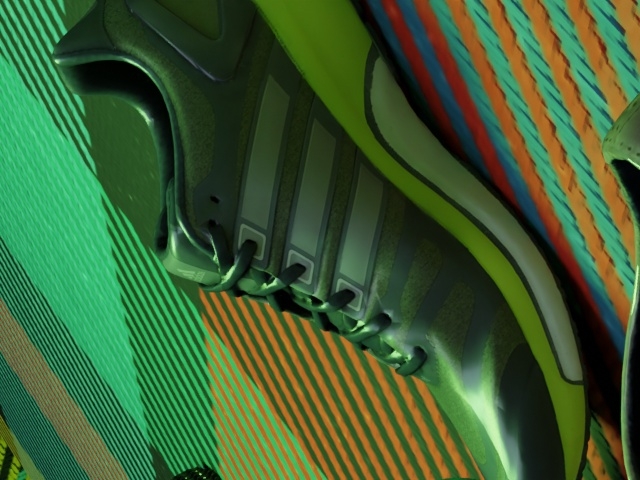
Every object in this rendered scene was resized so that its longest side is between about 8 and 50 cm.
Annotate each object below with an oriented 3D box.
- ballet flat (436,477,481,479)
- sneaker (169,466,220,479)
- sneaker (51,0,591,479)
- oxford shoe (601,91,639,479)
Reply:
[{"bbox_3d":[0.099,0.199,0.899,0.096,0.095,0.280,67,-174,33],"label":"ballet flat"},{"bbox_3d":[-0.082,0.261,1.647,0.161,0.057,0.075,36,148,46],"label":"sneaker"},{"bbox_3d":[0.000,0.000,0.806,0.300,0.121,0.111,54,164,11],"label":"sneaker"},{"bbox_3d":[0.136,0.065,0.514,0.123,0.130,0.348,39,156,48],"label":"oxford shoe"}]
